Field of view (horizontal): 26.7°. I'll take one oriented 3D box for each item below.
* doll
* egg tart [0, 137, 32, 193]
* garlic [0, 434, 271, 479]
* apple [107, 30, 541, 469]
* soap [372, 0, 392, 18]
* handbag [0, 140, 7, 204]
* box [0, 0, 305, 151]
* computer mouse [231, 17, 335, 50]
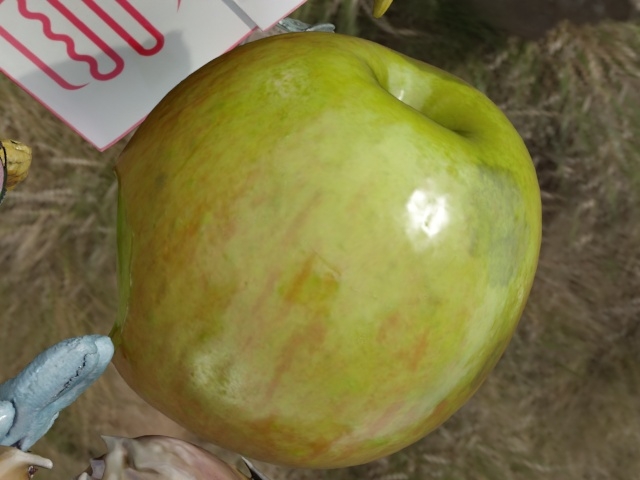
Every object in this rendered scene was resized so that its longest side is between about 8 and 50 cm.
[{"bbox_3d":[-0.192,0.131,0.832,0.179,0.075,0.120,-34,167,11],"label":"doll"},{"bbox_3d":[-0.557,-0.070,1.849,0.341,0.341,0.129,-35,92,-20],"label":"egg tart"},{"bbox_3d":[-0.077,0.177,0.544,0.214,0.160,0.191,18,136,-14],"label":"garlic"},{"bbox_3d":[0.000,0.000,1.044,0.339,0.339,0.340,-15,118,-31],"label":"apple"},{"bbox_3d":[0.059,-0.198,0.971,0.012,0.034,0.089,24,121,-11],"label":"soap"},{"bbox_3d":[-0.418,-0.054,1.386,0.205,0.116,0.179,-43,157,-27],"label":"handbag"},{"bbox_3d":[-0.237,-0.337,1.367,0.300,0.314,0.312,-36,137,11],"label":"box"},{"bbox_3d":[-0.098,-0.231,1.940,0.389,0.115,0.200,-35,147,-61],"label":"computer mouse"}]
